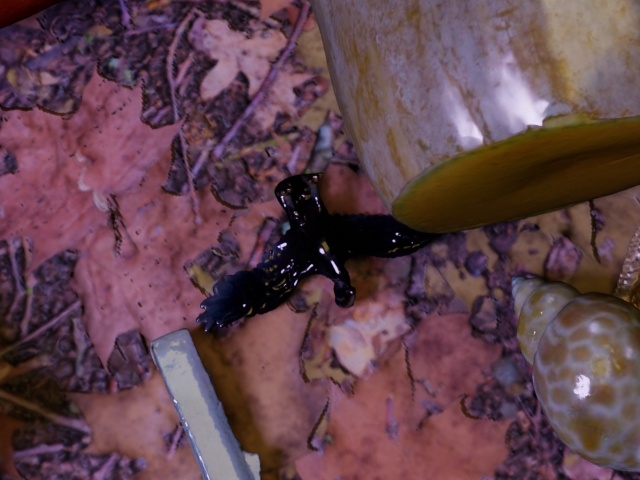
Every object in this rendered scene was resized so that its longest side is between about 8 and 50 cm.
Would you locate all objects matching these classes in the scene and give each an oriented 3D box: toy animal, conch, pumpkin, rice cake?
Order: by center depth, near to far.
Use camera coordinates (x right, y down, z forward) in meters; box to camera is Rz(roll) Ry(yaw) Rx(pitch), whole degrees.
[{"bbox_3d":[0.157,-0.120,0.793,0.332,0.332,0.199,-5,84,-4],"label":"pumpkin"},{"bbox_3d":[0.209,0.102,0.823,0.173,0.106,0.116,23,81,-5],"label":"conch"},{"bbox_3d":[-0.071,0.145,0.830,0.042,0.030,0.180,-23,74,-12],"label":"rice cake"},{"bbox_3d":[0.000,0.000,0.877,0.220,0.062,0.108,-26,92,-12],"label":"toy animal"}]

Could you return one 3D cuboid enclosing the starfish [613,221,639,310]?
[{"bbox_3d":[0.319,-0.025,0.896,0.231,0.048,0.295,21,74,5],"label":"starfish"}]

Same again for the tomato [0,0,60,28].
[{"bbox_3d":[-0.280,-0.284,0.869,0.299,0.226,0.298,1,77,-6],"label":"tomato"}]
